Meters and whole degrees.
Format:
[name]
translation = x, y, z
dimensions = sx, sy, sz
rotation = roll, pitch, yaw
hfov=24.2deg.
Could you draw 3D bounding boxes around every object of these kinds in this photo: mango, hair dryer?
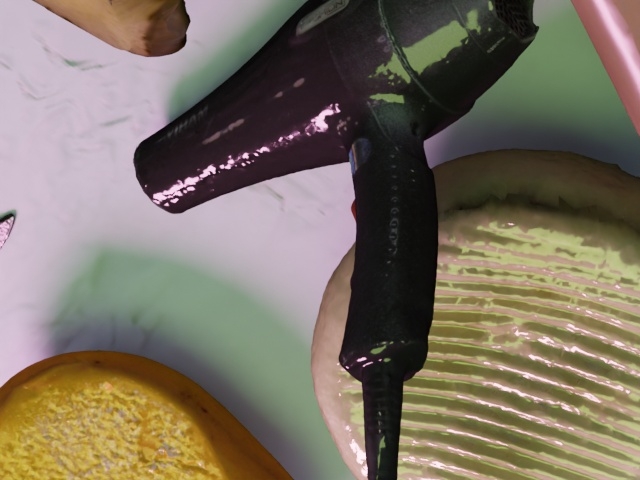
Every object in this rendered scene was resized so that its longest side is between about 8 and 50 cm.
[mango]
translation = -0.099, 0.144, 0.892
dimensions = 0.217, 0.102, 0.141
rotation = 25, 98, -10
[hair dryer]
translation = 0.000, 0.000, 0.699
dimensions = 0.235, 0.271, 0.091
rotation = -25, 138, 31

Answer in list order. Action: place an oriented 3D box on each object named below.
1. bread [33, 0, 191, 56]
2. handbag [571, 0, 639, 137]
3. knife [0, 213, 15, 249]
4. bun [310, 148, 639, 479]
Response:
[bread]
translation = -0.114, -0.220, 0.638
dimensions = 0.204, 0.162, 0.262
rotation = 22, 150, -8
[handbag]
translation = 0.242, -0.140, 0.622
dimensions = 0.283, 0.149, 0.302
rotation = -20, 114, 25
[knife]
translation = -0.232, 0.038, 0.899
dimensions = 0.023, 0.010, 0.170
rotation = 36, 118, -20
[bun]
translation = 0.105, 0.050, 0.786
dimensions = 0.222, 0.127, 0.222
rotation = 3, 106, 10
